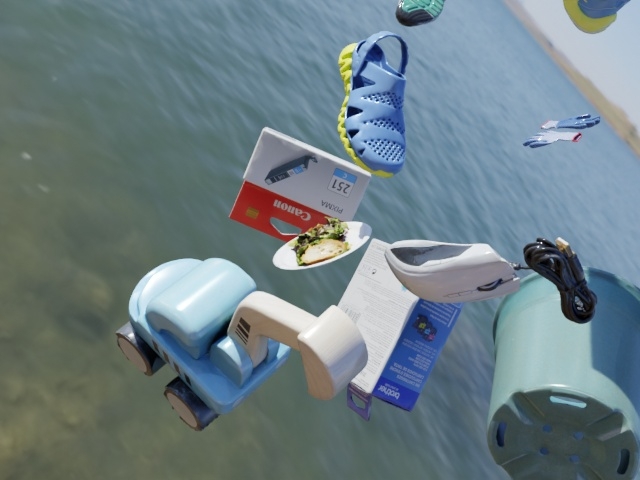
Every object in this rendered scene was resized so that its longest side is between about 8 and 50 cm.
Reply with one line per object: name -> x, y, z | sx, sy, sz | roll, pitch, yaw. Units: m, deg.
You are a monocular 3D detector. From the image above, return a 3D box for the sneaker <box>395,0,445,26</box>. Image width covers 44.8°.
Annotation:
sneaker -> 0.210, -0.483, 1.646 | 0.083, 0.098, 0.224 | 42, 48, 2

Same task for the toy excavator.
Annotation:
toy excavator -> -0.144, 0.153, 1.297 | 0.433, 0.445, 0.222 | 42, 59, 17

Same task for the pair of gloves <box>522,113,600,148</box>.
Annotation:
pair of gloves -> 0.628, -0.284, 2.018 | 0.198, 0.159, 0.023 | -34, 115, -36

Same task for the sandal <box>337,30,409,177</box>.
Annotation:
sandal -> 0.109, -0.268, 1.457 | 0.126, 0.138, 0.318 | 8, 62, -31

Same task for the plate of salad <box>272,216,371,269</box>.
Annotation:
plate of salad -> 0.000, 0.000, 1.487 | 0.200, 0.199, 0.048 | -72, 145, -66

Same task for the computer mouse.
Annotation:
computer mouse -> 0.142, 0.036, 0.701 | 0.106, 0.192, 0.042 | 48, 53, -43

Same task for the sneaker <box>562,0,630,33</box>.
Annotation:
sneaker -> 0.426, -0.462, 1.258 | 0.091, 0.126, 0.240 | -34, 91, -29

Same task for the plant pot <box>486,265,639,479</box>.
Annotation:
plant pot -> 0.459, 0.272, 1.433 | 0.341, 0.341, 0.334 | 47, 34, -5

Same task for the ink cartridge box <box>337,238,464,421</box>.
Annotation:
ink cartridge box -> 0.151, 0.220, 1.837 | 0.151, 0.396, 0.270 | 31, -4, -31

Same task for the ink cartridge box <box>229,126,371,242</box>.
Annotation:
ink cartridge box -> -0.056, -0.110, 1.971 | 0.296, 0.261, 0.066 | 22, 14, -5
